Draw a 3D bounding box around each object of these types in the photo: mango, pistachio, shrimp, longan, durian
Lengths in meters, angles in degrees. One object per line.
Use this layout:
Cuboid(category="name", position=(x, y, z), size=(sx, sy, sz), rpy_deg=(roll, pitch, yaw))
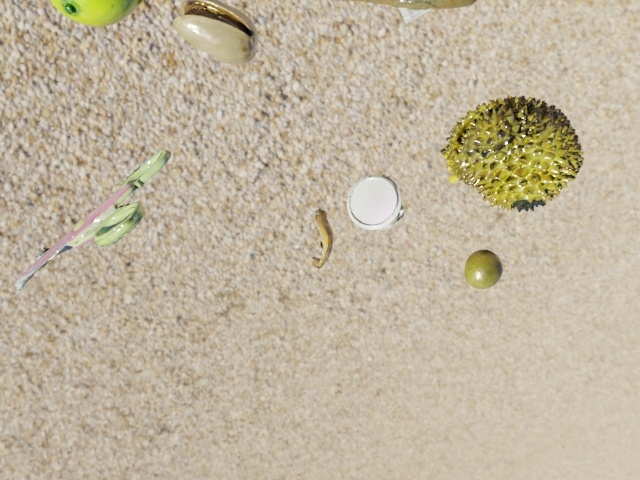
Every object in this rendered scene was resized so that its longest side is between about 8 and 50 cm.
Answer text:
Cuboid(category="mango", position=(-0.426, -0.564, 1.313), size=(0.192, 0.343, 0.156), rpy_deg=(7, 156, -22))
Cuboid(category="pistachio", position=(-0.244, -0.498, 1.612), size=(0.206, 0.129, 0.131), rpy_deg=(23, 149, -11))
Cuboid(category="shrimp", position=(0.001, 0.000, 1.734), size=(0.034, 0.178, 0.124), rpy_deg=(7, 124, -19))
Cuboid(category="longan", position=(0.294, 0.056, 1.230), size=(0.075, 0.075, 0.083), rpy_deg=(-11, 146, -24))
Cuboid(category="durian", position=(0.403, -0.194, 1.442), size=(0.258, 0.293, 0.258), rpy_deg=(-7, 107, -25))

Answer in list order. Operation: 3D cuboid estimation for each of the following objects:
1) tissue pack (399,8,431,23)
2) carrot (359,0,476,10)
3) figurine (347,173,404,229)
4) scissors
Cuboid(category="tissue pack", position=(0.223, -0.564, 1.466), size=(0.149, 0.099, 0.106), rpy_deg=(-25, 154, 15))
Cuboid(category="carrot", position=(0.147, -0.501, 1.366), size=(0.342, 0.070, 0.070), rpy_deg=(2, 144, 4))
Cuboid(category="figurine", position=(0.146, -0.076, 1.575), size=(0.132, 0.132, 0.154), rpy_deg=(-37, 158, 12))
Cuboid(category="scissors", position=(-0.218, -0.013, 0.637), size=(0.187, 0.133, 0.020), rpy_deg=(-31, 118, 23))
